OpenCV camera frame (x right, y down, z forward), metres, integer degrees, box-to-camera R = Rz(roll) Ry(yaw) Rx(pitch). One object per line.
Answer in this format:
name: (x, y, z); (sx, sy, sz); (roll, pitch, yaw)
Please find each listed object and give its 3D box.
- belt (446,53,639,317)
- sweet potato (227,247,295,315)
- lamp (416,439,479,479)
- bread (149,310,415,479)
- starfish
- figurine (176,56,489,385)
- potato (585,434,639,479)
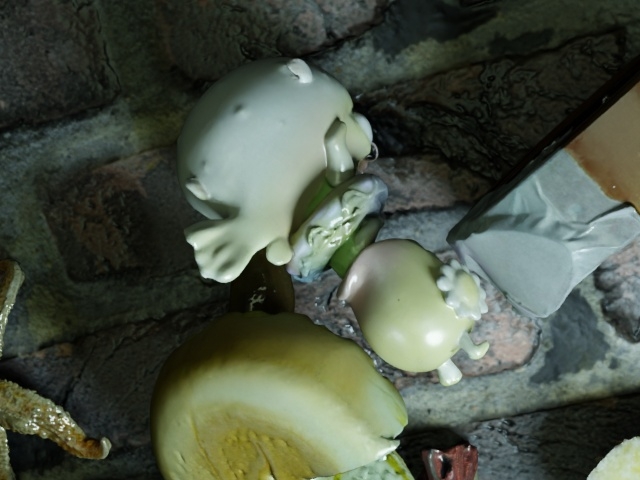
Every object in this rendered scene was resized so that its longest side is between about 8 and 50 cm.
belt: (0.280, -0.068, 1.181); (0.122, 0.217, 0.338); (46, 119, -2)
sweet potato: (-0.085, 0.098, 1.387); (0.112, 0.085, 0.286); (12, 108, 24)
lamp: (0.182, 0.360, 1.360); (0.151, 0.215, 0.223); (-3, 125, -4)
bread: (-0.032, 0.213, 1.285); (0.333, 0.160, 0.333); (13, 128, 17)
starfish: (-0.422, 0.181, 1.490); (0.375, 0.094, 0.327); (29, 111, 10)
figurine: (0.000, 0.000, 1.216); (0.394, 0.274, 0.227); (45, 138, 14)
potato: (0.410, 0.313, 1.292); (0.299, 0.116, 0.239); (-6, 76, -2)
